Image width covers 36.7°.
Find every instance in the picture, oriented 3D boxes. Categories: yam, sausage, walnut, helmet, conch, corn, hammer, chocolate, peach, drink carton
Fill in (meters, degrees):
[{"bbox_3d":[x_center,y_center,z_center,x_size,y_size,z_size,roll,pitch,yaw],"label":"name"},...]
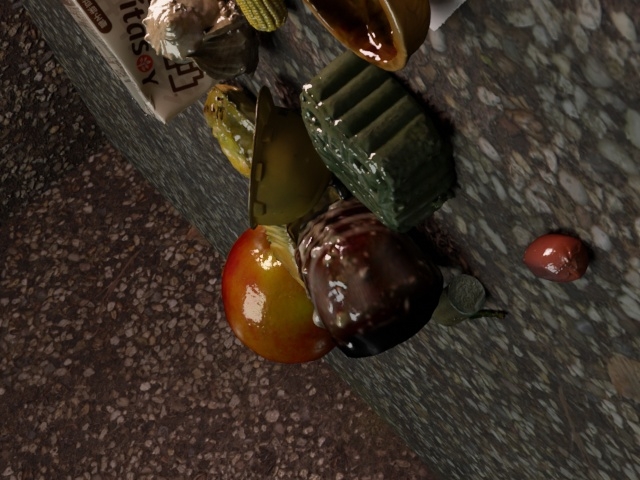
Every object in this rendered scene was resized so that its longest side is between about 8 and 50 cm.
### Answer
[{"bbox_3d":[0.231,0.106,1.634,0.068,0.068,0.169,48,169,8],"label":"yam"},{"bbox_3d":[0.291,0.023,1.194,0.059,0.054,0.094,53,168,-16],"label":"sausage"},{"bbox_3d":[0.052,-0.275,1.032,0.211,0.087,0.167,45,163,27],"label":"walnut"},{"bbox_3d":[-0.048,-0.137,1.701,0.140,0.257,0.205,8,-168,3],"label":"helmet"},{"bbox_3d":[-0.173,-0.333,1.552,0.178,0.163,0.245,65,-162,1],"label":"conch"},{"bbox_3d":[-0.103,-0.375,1.370,0.165,0.063,0.085,60,-172,-33],"label":"corn"},{"bbox_3d":[0.072,-0.033,1.814,0.021,0.078,0.201,23,140,60],"label":"hammer"},{"bbox_3d":[0.063,0.037,1.641,0.210,0.225,0.340,57,-175,-15],"label":"chocolate"},{"bbox_3d":[-0.070,0.149,2.316,0.242,0.306,0.380,48,165,40],"label":"peach"},{"bbox_3d":[-0.317,-0.398,1.745,0.325,0.194,0.132,55,168,-29],"label":"drink carton"}]

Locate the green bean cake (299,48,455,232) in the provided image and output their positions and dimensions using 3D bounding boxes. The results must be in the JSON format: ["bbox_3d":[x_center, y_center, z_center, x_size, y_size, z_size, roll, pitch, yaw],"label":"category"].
[{"bbox_3d":[0.079,-0.128,1.344,0.222,0.125,0.227,45,172,22],"label":"green bean cake"}]

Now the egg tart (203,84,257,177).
[{"bbox_3d":[-0.153,-0.206,1.989,0.279,0.095,0.279,45,168,12],"label":"egg tart"}]

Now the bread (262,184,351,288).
[{"bbox_3d":[0.000,0.000,1.875,0.250,0.179,0.133,55,171,-26],"label":"bread"}]

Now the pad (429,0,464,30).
[{"bbox_3d":[0.100,-0.307,0.987,0.156,0.004,0.232,49,168,-2],"label":"pad"}]

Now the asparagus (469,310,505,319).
[{"bbox_3d":[0.283,0.126,1.637,0.163,0.016,0.016,157,99,-77],"label":"asparagus"}]
